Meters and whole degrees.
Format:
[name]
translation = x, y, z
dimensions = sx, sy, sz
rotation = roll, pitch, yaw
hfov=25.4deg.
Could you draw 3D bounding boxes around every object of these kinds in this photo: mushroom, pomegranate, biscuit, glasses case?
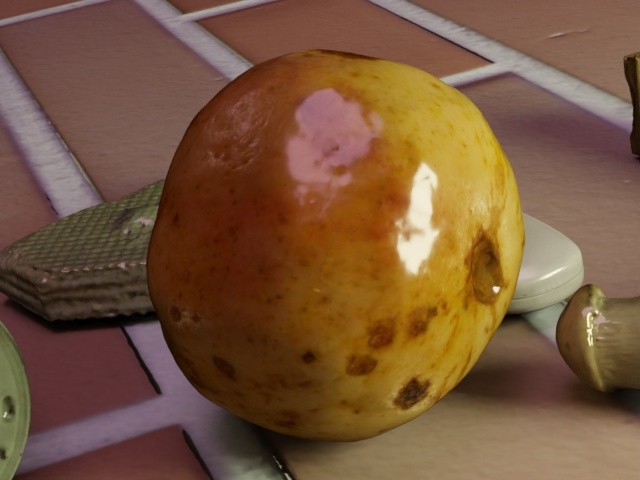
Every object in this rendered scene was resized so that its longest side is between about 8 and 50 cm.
[mushroom]
translation = 0.265, 0.028, 0.767
dimensions = 0.270, 0.103, 0.118
rotation = -18, 25, -6
[pomegranate]
translation = 0.000, 0.000, 0.788
dimensions = 0.215, 0.215, 0.215
rotation = -8, 24, 4
[biscuit]
translation = -0.101, -0.007, 1.037
dimensions = 0.252, 0.052, 0.150
rotation = -25, 29, -30
[glasses case]
translation = 0.094, 0.003, 0.944
dimensions = 0.074, 0.049, 0.193
rotation = -21, 28, -26

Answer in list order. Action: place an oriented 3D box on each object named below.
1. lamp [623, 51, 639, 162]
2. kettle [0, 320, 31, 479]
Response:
[lamp]
translation = 0.348, -0.070, 0.963
dimensions = 0.089, 0.090, 0.325
rotation = -22, 26, -24
[kettle]
translation = -0.299, 0.077, 0.816
dimensions = 0.240, 0.165, 0.255
rotation = -45, 31, -7
